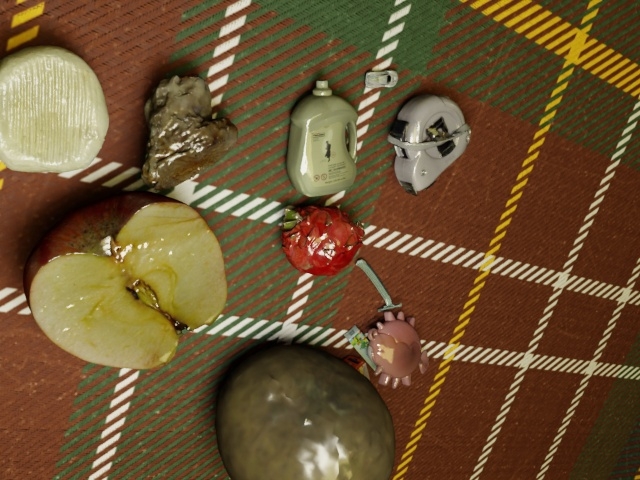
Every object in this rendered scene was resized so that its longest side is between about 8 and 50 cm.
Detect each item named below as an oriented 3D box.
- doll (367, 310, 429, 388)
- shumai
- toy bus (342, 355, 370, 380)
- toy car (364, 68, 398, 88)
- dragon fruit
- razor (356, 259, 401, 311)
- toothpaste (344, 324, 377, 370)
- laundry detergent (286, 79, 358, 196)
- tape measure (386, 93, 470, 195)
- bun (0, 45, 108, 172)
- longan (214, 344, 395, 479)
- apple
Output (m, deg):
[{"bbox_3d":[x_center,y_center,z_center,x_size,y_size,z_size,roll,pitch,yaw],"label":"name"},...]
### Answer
[{"bbox_3d":[0.220,0.306,1.682,0.262,0.093,0.211,26,72,-39],"label":"doll"},{"bbox_3d":[-0.293,-0.220,1.190,0.218,0.184,0.185,-37,87,-16],"label":"shumai"},{"bbox_3d":[0.100,0.407,1.692,0.077,0.079,0.174,-36,124,-33],"label":"toy bus"},{"bbox_3d":[0.146,-0.383,1.427,0.093,0.025,0.041,-12,116,-24],"label":"toy car"},{"bbox_3d":[0.000,0.000,1.416,0.209,0.172,0.172,11,105,-17],"label":"dragon fruit"},{"bbox_3d":[0.150,0.116,1.626,0.068,0.037,0.191,-18,123,27],"label":"razor"},{"bbox_3d":[0.127,0.302,1.689,0.046,0.034,0.164,-41,123,-4],"label":"toothpaste"},{"bbox_3d":[0.008,-0.236,1.372,0.181,0.091,0.253,-11,114,-26],"label":"laundry detergent"},{"bbox_3d":[0.268,-0.260,1.491,0.236,0.120,0.197,-41,121,-13],"label":"tape measure"},{"bbox_3d":[-0.497,-0.231,1.072,0.231,0.133,0.231,-13,112,-34],"label":"bun"},{"bbox_3d":[-0.037,0.463,1.447,0.404,0.436,0.404,-44,157,-25],"label":"longan"},{"bbox_3d":[-0.364,0.083,1.187,0.328,0.295,0.365,-14,133,20],"label":"apple"}]
